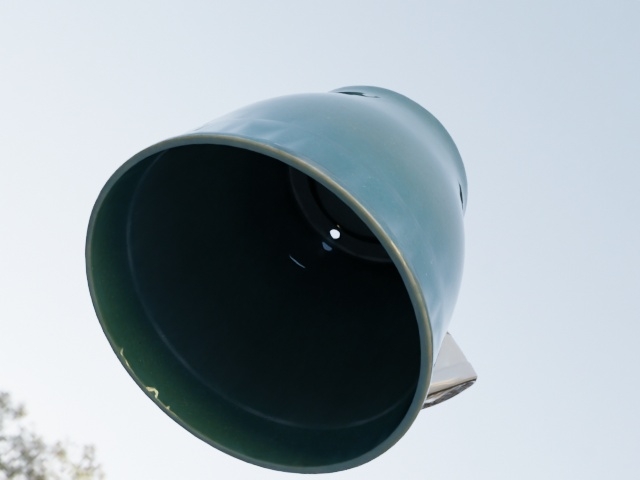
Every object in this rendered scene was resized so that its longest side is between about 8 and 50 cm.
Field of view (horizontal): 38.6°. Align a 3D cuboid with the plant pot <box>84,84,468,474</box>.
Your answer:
[{"bbox_3d":[0.000,0.000,0.736,0.272,0.255,0.271,12,-59,21],"label":"plant pot"}]

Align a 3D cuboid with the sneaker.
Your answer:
[{"bbox_3d":[0.050,0.152,1.071,0.106,0.290,0.123,-45,-118,42],"label":"sneaker"}]
